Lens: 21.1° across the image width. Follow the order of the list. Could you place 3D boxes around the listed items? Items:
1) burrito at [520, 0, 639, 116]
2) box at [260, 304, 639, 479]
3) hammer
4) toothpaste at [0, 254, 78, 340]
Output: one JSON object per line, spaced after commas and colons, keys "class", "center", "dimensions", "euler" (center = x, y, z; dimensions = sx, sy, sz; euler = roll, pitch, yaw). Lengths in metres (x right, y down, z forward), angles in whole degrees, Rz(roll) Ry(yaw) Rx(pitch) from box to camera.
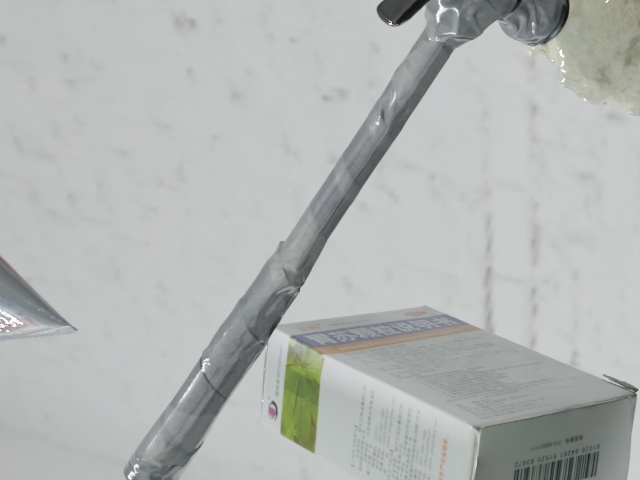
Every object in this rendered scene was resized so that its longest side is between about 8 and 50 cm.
{"class": "burrito", "center": [0.248, -0.256, 1.077], "dimensions": [0.392, 0.117, 0.076], "euler": [-62, -2, 32]}
{"class": "box", "center": [0.111, 0.155, 1.573], "dimensions": [0.200, 0.299, 0.106], "euler": [-5, -74, -37]}
{"class": "hammer", "center": [-0.001, -0.001, 1.082], "dimensions": [0.152, 0.044, 0.427], "euler": [5, -56, -50]}
{"class": "toothpaste", "center": [-0.217, -0.006, 0.860], "dimensions": [0.234, 0.089, 0.057], "euler": [54, -143, -46]}
